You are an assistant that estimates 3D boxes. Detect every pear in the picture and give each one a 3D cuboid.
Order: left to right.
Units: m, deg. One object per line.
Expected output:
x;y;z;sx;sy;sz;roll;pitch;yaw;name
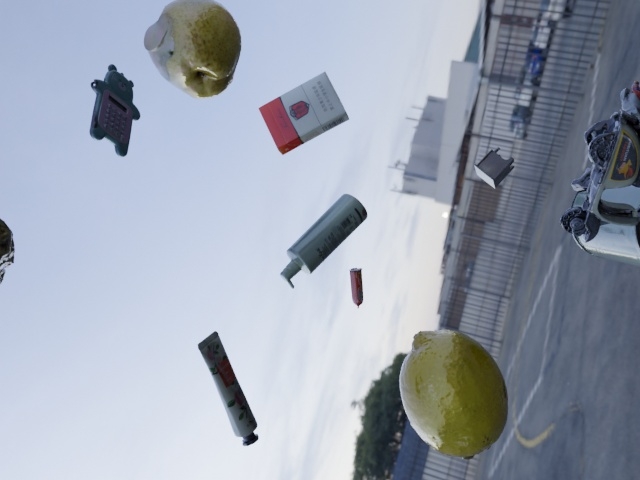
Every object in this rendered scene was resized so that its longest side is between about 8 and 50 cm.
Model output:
-0.326;-0.511;1.618;0.271;0.271;0.271;14;-90;-75;pear

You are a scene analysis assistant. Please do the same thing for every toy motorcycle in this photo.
0.524;-0.103;1.057;0.091;0.157;0.263;-61;-21;-54;toy motorcycle

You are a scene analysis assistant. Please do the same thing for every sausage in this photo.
0.126;0.168;2.093;0.050;0.048;0.145;-93;-1;-77;sausage

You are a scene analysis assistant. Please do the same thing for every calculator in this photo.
-0.307;-0.197;0.907;0.094;0.019;0.141;39;-136;-52;calculator

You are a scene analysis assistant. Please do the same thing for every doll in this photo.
0.798;-0.346;1.523;0.194;0.062;0.104;-43;-61;-45;doll

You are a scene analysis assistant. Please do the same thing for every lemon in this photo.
0.292;0.334;1.327;0.236;0.236;0.263;-46;-53;-63;lemon

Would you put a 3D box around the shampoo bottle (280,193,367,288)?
0.000;0.000;1.464;0.262;0.085;0.085;-45;-26;-18;shampoo bottle

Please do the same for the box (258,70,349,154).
-0.033;-0.249;1.187;0.100;0.152;0.048;65;-170;16;box

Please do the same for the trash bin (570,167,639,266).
0.735;-0.047;1.377;0.217;0.277;0.262;-45;8;-1;trash bin

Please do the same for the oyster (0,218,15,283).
-0.712;-0.017;1.188;0.294;0.166;0.094;58;-149;-30;oyster

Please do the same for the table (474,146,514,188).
0.491;-0.207;1.701;0.082;0.070;0.083;-47;-24;4;table

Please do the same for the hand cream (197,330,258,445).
-0.183;0.301;1.218;0.234;0.050;0.080;68;-158;-6;hand cream
